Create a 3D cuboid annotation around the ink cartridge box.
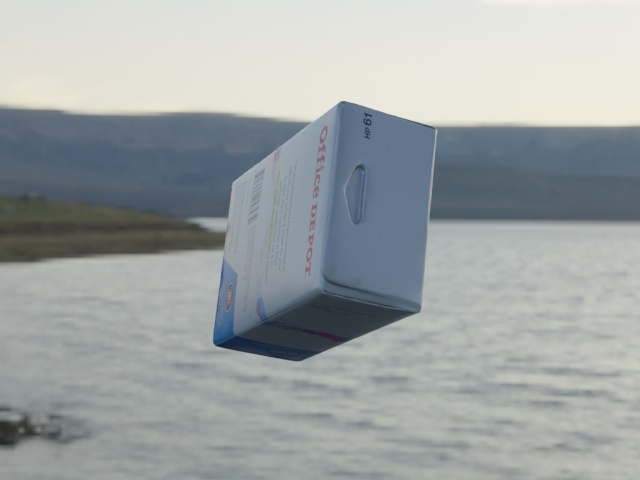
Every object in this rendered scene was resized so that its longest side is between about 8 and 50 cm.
[{"bbox_3d":[0.000,0.000,0.612,0.052,0.088,0.122,14,-20,-22],"label":"ink cartridge box"}]
